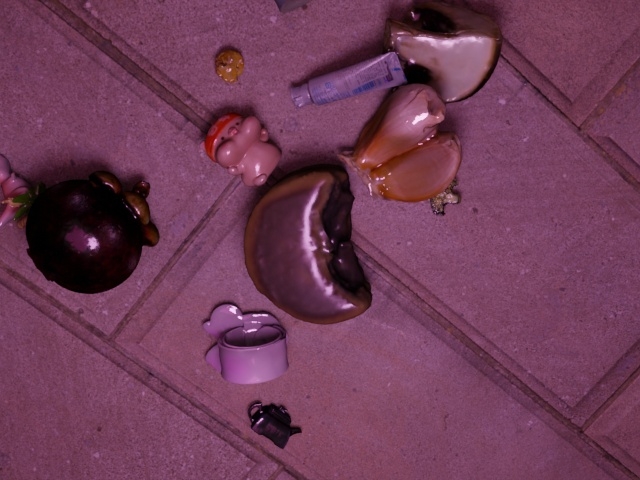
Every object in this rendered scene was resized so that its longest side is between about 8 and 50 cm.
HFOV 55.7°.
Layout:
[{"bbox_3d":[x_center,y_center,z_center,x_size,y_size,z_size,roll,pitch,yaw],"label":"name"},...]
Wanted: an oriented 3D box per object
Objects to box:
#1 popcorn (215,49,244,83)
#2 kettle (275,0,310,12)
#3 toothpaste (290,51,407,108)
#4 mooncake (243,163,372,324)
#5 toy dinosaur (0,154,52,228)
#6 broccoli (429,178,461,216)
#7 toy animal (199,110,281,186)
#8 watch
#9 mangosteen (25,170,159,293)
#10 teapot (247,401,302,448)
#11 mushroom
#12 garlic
[{"bbox_3d":[-0.251,-0.467,1.610,0.084,0.084,0.084,-1,102,-3],"label":"popcorn"},{"bbox_3d":[-0.069,-0.736,1.522,0.210,0.160,0.243,-30,96,-15],"label":"kettle"},{"bbox_3d":[0.069,-0.412,1.580,0.299,0.073,0.114,-11,144,20],"label":"toothpaste"},{"bbox_3d":[0.000,0.000,1.622,0.393,0.246,0.394,29,99,0],"label":"mooncake"},{"bbox_3d":[-0.820,-0.123,1.611,0.176,0.152,0.194,10,95,3],"label":"toy dinosaur"},{"bbox_3d":[0.349,-0.123,1.699,0.091,0.097,0.095,18,131,15],"label":"broccoli"},{"bbox_3d":[-0.206,-0.245,1.610,0.197,0.171,0.171,39,98,-14],"label":"toy animal"},{"bbox_3d":[-0.211,0.297,1.691,0.248,0.217,0.211,-4,102,-3],"label":"watch"},{"bbox_3d":[-0.579,-0.031,1.574,0.347,0.306,0.307,-40,103,-26],"label":"mangosteen"},{"bbox_3d":[-0.136,0.542,1.818,0.177,0.087,0.096,35,91,-10],"label":"teapot"},{"bbox_3d":[0.300,-0.491,1.602,0.291,0.212,0.218,-3,142,-4],"label":"mushroom"},{"bbox_3d":[0.229,-0.250,1.589,0.313,0.249,0.286,-38,76,31],"label":"garlic"}]
